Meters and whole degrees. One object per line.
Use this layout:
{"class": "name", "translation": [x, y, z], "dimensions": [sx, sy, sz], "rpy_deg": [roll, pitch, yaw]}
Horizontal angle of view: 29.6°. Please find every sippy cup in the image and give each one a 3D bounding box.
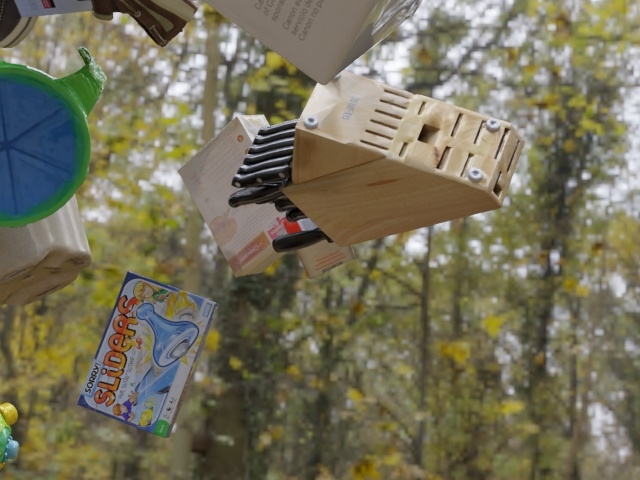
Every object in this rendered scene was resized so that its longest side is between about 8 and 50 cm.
{"class": "sippy cup", "translation": [-0.466, -0.162, 1.775], "dimensions": [0.305, 0.240, 0.224], "rpy_deg": [-3, 20, -17]}

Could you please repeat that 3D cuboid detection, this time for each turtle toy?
{"class": "turtle toy", "translation": [-0.366, 0.226, 1.262], "dimensions": [0.130, 0.066, 0.095], "rpy_deg": [-34, -7, 40]}

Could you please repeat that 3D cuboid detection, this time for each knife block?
{"class": "knife block", "translation": [0.045, -0.050, 1.218], "dimensions": [0.276, 0.088, 0.242], "rpy_deg": [18, -33, 9]}

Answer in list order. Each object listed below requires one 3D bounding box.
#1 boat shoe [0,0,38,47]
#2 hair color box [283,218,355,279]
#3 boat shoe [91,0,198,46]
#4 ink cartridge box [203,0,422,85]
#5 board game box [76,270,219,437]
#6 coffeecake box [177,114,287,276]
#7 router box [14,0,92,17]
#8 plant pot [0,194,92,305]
{"class": "boat shoe", "translation": [-0.548, -0.545, 2.168], "dimensions": [0.156, 0.186, 0.500], "rpy_deg": [9, -36, -21]}
{"class": "hair color box", "translation": [0.000, 0.000, 1.583], "dimensions": [0.072, 0.043, 0.141], "rpy_deg": [-25, -20, -2]}
{"class": "boat shoe", "translation": [-0.281, -0.343, 1.656], "dimensions": [0.257, 0.095, 0.095], "rpy_deg": [30, 8, -43]}
{"class": "ink cartridge box", "translation": [-0.062, -0.334, 0.779], "dimensions": [0.385, 0.160, 0.279], "rpy_deg": [36, -51, 7]}
{"class": "board game box", "translation": [-0.241, 0.159, 1.699], "dimensions": [0.136, 0.201, 0.035], "rpy_deg": [19, -5, 7]}
{"class": "coffeecake box", "translation": [-0.101, -0.064, 1.736], "dimensions": [0.142, 0.185, 0.068], "rpy_deg": [-38, -16, 32]}
{"class": "router box", "translation": [-0.329, -0.479, 1.718], "dimensions": [0.301, 0.082, 0.335], "rpy_deg": [-4, -39, 6]}
{"class": "plant pot", "translation": [-0.540, -0.058, 2.029], "dimensions": [0.334, 0.305, 0.334], "rpy_deg": [-23, -13, -6]}
